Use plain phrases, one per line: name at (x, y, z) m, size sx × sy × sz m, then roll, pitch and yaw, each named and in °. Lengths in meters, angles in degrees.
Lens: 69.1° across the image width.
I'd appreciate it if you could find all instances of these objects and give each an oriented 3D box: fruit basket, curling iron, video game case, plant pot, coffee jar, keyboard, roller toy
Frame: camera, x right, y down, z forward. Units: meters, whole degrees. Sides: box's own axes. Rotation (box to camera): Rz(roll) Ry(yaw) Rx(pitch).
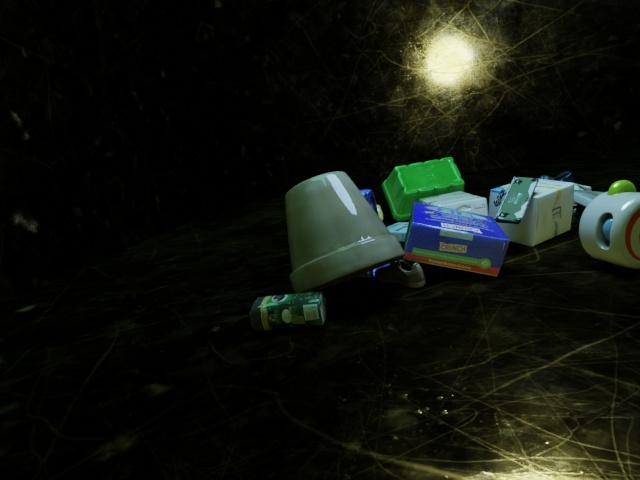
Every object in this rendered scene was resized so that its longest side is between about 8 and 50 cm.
fruit basket at (0.496, -0.227, 2.301) m, size 0.392 × 0.282 × 0.392 m, roll -11°, pitch -30°, yaw -7°
curling iron at (0.984, -0.114, 1.734) m, size 0.274 × 0.068 × 0.035 m, roll -13°, pitch 11°, yaw -40°
video game case at (1.061, -0.129, 1.621) m, size 0.300 × 0.036 × 0.329 m, roll 6°, pitch 15°, yaw 8°
plant pot at (0.033, -0.027, 1.302) m, size 0.323 × 0.280 × 0.323 m, roll -21°, pitch -9°, yaw -3°
coffee jar at (-0.081, 0.177, 1.164) m, size 0.185 × 0.079 × 0.096 m, roll -7°, pitch 13°, yaw 9°
keyboard at (0.600, -0.127, 1.452) m, size 0.108 × 0.023 × 0.180 m, roll 12°, pitch 61°, yaw 40°
roller toy at (0.783, -0.027, 1.178) m, size 0.191 × 0.209 × 0.146 m, roll -46°, pitch 17°, yaw -2°

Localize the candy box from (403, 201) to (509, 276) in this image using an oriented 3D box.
candy box at (0.400, -0.014, 1.417) m, size 0.268 × 0.122 × 0.317 m, roll 12°, pitch 16°, yaw 9°

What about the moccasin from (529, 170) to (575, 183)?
moccasin at (1.021, -0.247, 2.139) m, size 0.342 × 0.116 × 0.138 m, roll -16°, pitch 14°, yaw -26°

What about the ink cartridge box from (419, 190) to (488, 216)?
ink cartridge box at (0.552, -0.125, 1.951) m, size 0.199 × 0.114 × 0.273 m, roll -10°, pitch 12°, yaw -1°

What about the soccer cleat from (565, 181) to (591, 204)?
soccer cleat at (0.973, -0.177, 1.866) m, size 0.331 × 0.115 × 0.143 m, roll -19°, pitch 16°, yaw -37°

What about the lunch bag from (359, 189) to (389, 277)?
lunch bag at (0.081, -0.038, 1.508) m, size 0.221 × 0.293 × 0.138 m, roll -2°, pitch 14°, yaw 32°

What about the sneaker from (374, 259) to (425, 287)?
sneaker at (0.230, 0.086, 1.355) m, size 0.066 × 0.071 × 0.188 m, roll -19°, pitch 16°, yaw -35°

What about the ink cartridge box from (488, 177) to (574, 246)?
ink cartridge box at (0.711, -0.104, 1.572) m, size 0.233 × 0.168 × 0.171 m, roll -17°, pitch 23°, yaw -32°

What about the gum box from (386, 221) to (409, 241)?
gum box at (0.346, -0.036, 1.879) m, size 0.184 × 0.041 × 0.157 m, roll 2°, pitch 17°, yaw 45°

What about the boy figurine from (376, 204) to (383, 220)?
boy figurine at (0.193, -0.107, 2.141) m, size 0.177 × 0.092 × 0.285 m, roll -14°, pitch 3°, yaw -20°
